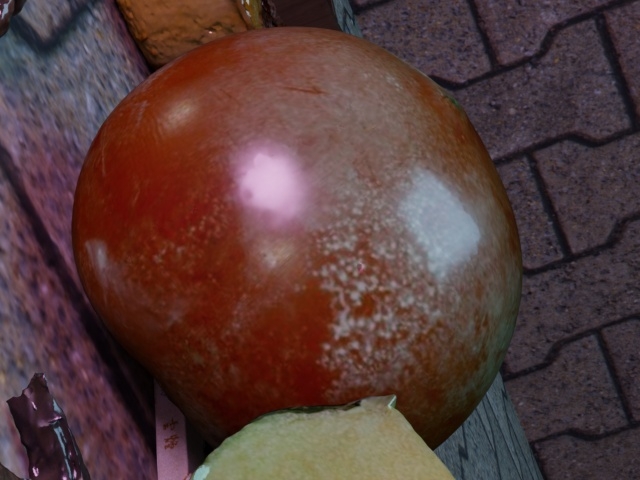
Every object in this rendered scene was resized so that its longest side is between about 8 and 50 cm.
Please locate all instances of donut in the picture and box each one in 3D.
[{"bbox_3d":[-0.092,-0.177,1.071,0.295,0.112,0.151,58,19,-46],"label":"donut"}]

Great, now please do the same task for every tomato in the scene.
[{"bbox_3d":[0.000,0.000,0.756,0.270,0.222,0.270,42,11,-10],"label":"tomato"}]

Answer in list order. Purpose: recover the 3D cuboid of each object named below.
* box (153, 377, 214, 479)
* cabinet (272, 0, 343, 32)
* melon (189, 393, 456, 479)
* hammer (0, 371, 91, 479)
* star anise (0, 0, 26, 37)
[{"bbox_3d":[-0.071,0.135,0.795,0.167,0.024,0.090,-101,165,-47],"label":"box"},{"bbox_3d":[-0.080,-0.274,1.206,0.215,0.148,0.175,58,15,-45],"label":"cabinet"},{"bbox_3d":[0.021,0.253,0.558,0.331,0.226,0.343,37,18,-51],"label":"melon"},{"bbox_3d":[-0.160,0.056,0.478,0.297,0.027,0.125,57,17,-50],"label":"hammer"},{"bbox_3d":[-0.192,-0.172,0.711,0.141,0.042,0.141,-20,90,-79],"label":"star anise"}]
